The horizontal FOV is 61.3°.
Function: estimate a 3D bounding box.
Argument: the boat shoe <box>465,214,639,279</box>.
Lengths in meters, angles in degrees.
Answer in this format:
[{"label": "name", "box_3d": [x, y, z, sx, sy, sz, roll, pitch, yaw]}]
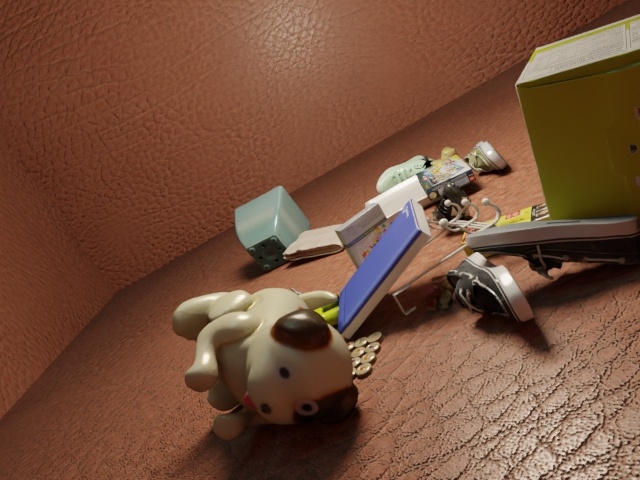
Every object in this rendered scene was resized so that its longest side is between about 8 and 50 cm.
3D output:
[{"label": "boat shoe", "box_3d": [0.435, 0.017, 1.033, 0.307, 0.104, 0.113, -5, 7, 25]}]

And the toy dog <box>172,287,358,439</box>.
[{"label": "toy dog", "box_3d": [-0.084, 0.252, 1.128, 0.396, 0.284, 0.408, -17, 10, -22]}]

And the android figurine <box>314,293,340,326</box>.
[{"label": "android figurine", "box_3d": [-0.063, 0.237, 1.448, 0.273, 0.056, 0.248, -28, 16, 4]}]

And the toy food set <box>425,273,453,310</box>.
[{"label": "toy food set", "box_3d": [0.273, 0.125, 1.239, 0.078, 0.019, 0.122, -21, 26, 35]}]

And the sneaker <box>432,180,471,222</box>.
[{"label": "sneaker", "box_3d": [0.361, -0.087, 1.512, 0.106, 0.078, 0.234, -43, -22, 3]}]

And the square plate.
[{"label": "square plate", "box_3d": [0.330, -0.162, 1.999, 0.344, 0.049, 0.347, -28, 15, 11]}]

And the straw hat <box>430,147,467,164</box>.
[{"label": "straw hat", "box_3d": [0.493, -0.323, 2.061, 0.145, 0.061, 0.144, 0, 17, 0]}]

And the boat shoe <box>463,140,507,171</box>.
[{"label": "boat shoe", "box_3d": [0.562, -0.274, 1.854, 0.094, 0.109, 0.302, -43, 2, 15]}]

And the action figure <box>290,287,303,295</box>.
[{"label": "action figure", "box_3d": [-0.093, 0.193, 1.654, 0.232, 0.063, 0.137, -10, 22, 45]}]

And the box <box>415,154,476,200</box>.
[{"label": "box", "box_3d": [0.419, -0.217, 1.832, 0.159, 0.044, 0.233, -26, 17, 11]}]

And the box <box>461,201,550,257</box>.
[{"label": "box", "box_3d": [0.457, -0.024, 1.280, 0.232, 0.058, 0.087, -21, 20, 34]}]

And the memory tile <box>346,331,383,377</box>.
[{"label": "memory tile", "box_3d": [0.078, 0.258, 1.190, 0.113, 0.012, 0.148, -22, 17, 28]}]

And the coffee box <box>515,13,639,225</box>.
[{"label": "coffee box", "box_3d": [0.614, -0.239, 1.060, 0.338, 0.337, 0.334, -10, 24, 33]}]

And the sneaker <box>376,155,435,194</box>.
[{"label": "sneaker", "box_3d": [0.355, -0.269, 2.216, 0.256, 0.094, 0.151, -34, 18, -8]}]

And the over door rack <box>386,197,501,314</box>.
[{"label": "over door rack", "box_3d": [0.253, 0.015, 1.306, 0.324, 0.108, 0.239, -45, 9, -3]}]

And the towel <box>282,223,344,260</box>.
[{"label": "towel", "box_3d": [0.000, 0.000, 2.062, 0.282, 0.049, 0.187, -12, 24, 34]}]

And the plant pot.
[{"label": "plant pot", "box_3d": [-0.202, -0.024, 2.234, 0.248, 0.247, 0.252, -26, 33, 17]}]

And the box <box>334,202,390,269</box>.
[{"label": "box", "box_3d": [0.145, 0.010, 1.527, 0.145, 0.186, 0.038, -35, 18, -17]}]

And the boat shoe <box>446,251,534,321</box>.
[{"label": "boat shoe", "box_3d": [0.317, 0.100, 1.060, 0.102, 0.108, 0.301, -30, 12, 4]}]

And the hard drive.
[{"label": "hard drive", "box_3d": [0.146, 0.065, 1.310, 0.318, 0.040, 0.210, -55, 10, 21]}]
